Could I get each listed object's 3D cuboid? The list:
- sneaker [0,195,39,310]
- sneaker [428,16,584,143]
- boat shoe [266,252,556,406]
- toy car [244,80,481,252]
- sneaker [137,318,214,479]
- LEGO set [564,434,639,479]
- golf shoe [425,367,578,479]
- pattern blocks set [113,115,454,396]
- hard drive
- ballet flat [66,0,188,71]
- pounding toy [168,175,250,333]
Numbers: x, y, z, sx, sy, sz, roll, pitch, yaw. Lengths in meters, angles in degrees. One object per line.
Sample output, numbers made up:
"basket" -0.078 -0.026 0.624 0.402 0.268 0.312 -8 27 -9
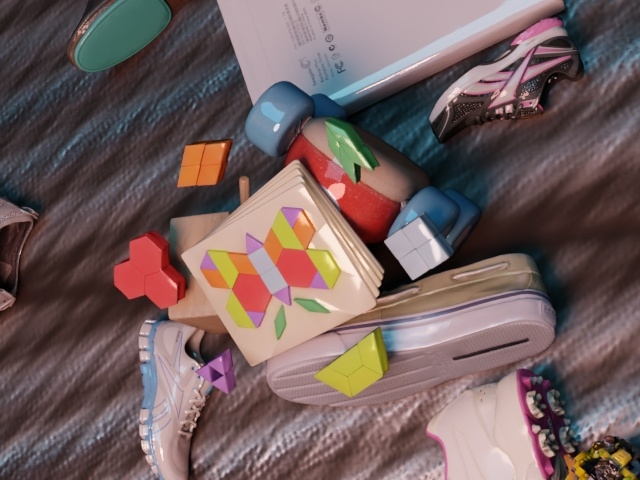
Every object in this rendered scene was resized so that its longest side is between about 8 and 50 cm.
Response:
"sneaker" -0.425 0.070 1.344 0.115 0.105 0.281 12 81 24
"sneaker" 0.195 -0.153 1.171 0.178 0.072 0.077 -38 77 16
"boat shoe" 0.090 0.094 1.147 0.302 0.109 0.094 -14 48 15
"toy car" 0.000 0.000 1.145 0.219 0.210 0.238 37 101 14
"sneaker" -0.151 0.172 1.231 0.083 0.071 0.190 -10 74 14
"LEGO set" 0.366 0.224 0.904 0.331 0.255 0.192 46 124 35
"golf shoe" 0.182 0.281 1.058 0.140 0.115 0.306 -19 64 28
"pattern blocks set" -0.042 0.028 1.071 0.285 0.026 0.325 45 123 5
"hard drive" 0.065 -0.280 1.264 0.353 0.047 0.233 -25 69 15
"ballet flat" -0.200 -0.314 1.362 0.280 0.095 0.096 -37 56 -1
"pounding toy" -0.097 0.019 1.210 0.100 0.130 0.141 -6 75 20
